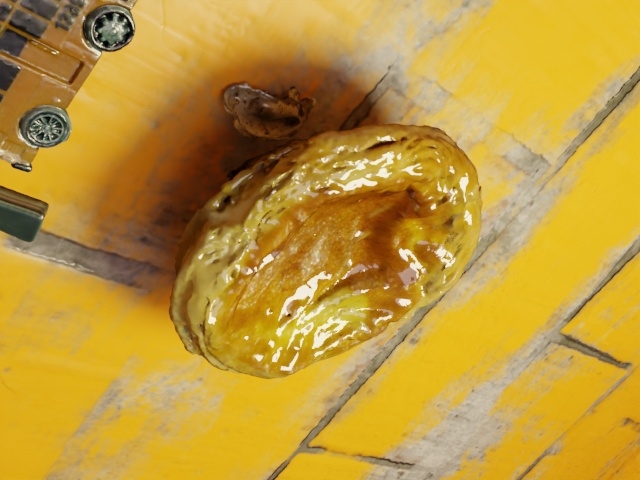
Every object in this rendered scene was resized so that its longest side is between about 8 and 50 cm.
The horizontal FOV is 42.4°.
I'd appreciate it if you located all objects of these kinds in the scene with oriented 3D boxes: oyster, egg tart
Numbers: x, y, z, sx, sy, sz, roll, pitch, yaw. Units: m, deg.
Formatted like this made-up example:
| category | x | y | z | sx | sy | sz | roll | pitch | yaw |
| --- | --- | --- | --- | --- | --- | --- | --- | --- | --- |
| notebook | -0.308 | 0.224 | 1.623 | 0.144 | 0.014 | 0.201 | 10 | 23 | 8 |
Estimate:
| category | x | y | z | sx | sy | sz | roll | pitch | yaw |
| --- | --- | --- | --- | --- | --- | --- | --- | --- | --- |
| oyster | -0.055 | -0.131 | 0.809 | 0.083 | 0.038 | 0.080 | 42 | 73 | -21 |
| egg tart | 0.000 | 0.000 | 0.861 | 0.352 | 0.150 | 0.352 | -19 | 142 | -16 |

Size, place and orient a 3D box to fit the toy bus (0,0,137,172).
| category | x | y | z | sx | sy | sz | roll | pitch | yaw |
| --- | --- | --- | --- | --- | --- | --- | --- | --- | --- |
| toy bus | -0.216 | -0.165 | 0.610 | 0.114 | 0.098 | 0.201 | 22 | 116 | -42 |

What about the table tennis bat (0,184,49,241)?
| category | x | y | z | sx | sy | sz | roll | pitch | yaw |
| --- | --- | --- | --- | --- | --- | --- | --- | --- | --- |
| table tennis bat | -0.343 | -0.070 | 0.581 | 0.301 | 0.022 | 0.173 | 22 | 131 | -19 |
